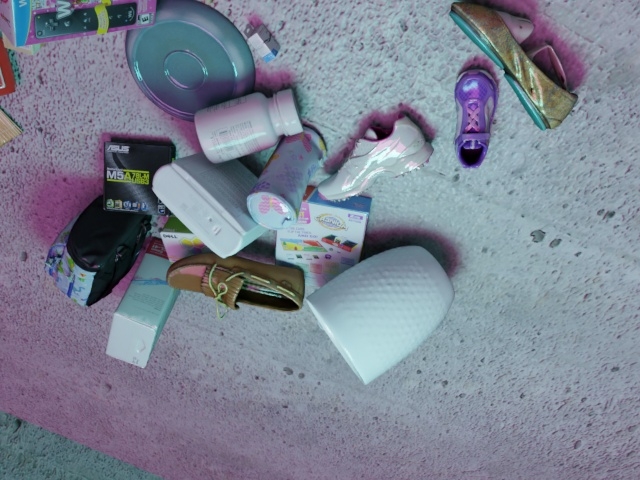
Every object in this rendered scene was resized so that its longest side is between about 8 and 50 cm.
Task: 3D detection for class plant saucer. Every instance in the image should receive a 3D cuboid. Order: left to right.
[{"bbox_3d":[-0.309,-0.401,1.511,0.318,0.043,0.317,8,134,8],"label":"plant saucer"}]

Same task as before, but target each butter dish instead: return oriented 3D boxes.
[{"bbox_3d":[-0.847,-0.435,1.586,0.160,0.118,0.160,-19,140,-25],"label":"butter dish"}]

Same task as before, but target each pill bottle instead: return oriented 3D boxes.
[{"bbox_3d":[-0.162,-0.269,1.506,0.229,0.131,0.131,-16,128,5],"label":"pill bottle"}]

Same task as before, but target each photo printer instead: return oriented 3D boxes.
[{"bbox_3d":[-0.232,-0.104,1.573,0.256,0.307,0.107,44,112,0],"label":"photo printer"}]

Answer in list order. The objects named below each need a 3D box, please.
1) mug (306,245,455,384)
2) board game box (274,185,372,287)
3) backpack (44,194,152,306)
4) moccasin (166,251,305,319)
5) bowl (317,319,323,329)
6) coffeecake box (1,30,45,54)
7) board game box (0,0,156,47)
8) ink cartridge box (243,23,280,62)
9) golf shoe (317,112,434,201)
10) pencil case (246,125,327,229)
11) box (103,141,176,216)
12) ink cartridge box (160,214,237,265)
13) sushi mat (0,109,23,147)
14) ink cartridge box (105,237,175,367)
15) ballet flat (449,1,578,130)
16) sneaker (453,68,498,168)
[{"bbox_3d":[0.174,0.184,1.756,0.276,0.328,0.374,54,173,14],"label":"mug"},{"bbox_3d":[0.000,0.000,1.782,0.242,0.064,0.316,12,134,5],"label":"board game box"},{"bbox_3d":[-0.647,0.037,1.876,0.273,0.290,0.355,25,141,3],"label":"backpack"},{"bbox_3d":[-0.233,0.130,1.786,0.380,0.147,0.139,13,132,-9],"label":"moccasin"},{"bbox_3d":[0.064,0.221,1.979,0.142,0.053,0.142,8,133,8],"label":"bowl"},{"bbox_3d":[-0.604,-0.508,1.392,0.068,0.185,0.142,17,135,2],"label":"coffeecake box"},{"bbox_3d":[-0.472,-0.518,1.272,0.097,0.303,0.224,47,140,26],"label":"board game box"},{"bbox_3d":[-0.127,-0.437,1.420,0.028,0.048,0.083,-23,123,32],"label":"ink cartridge box"},{"bbox_3d":[0.111,-0.197,1.551,0.306,0.115,0.140,-23,112,24],"label":"golf shoe"},{"bbox_3d":[-0.075,-0.148,1.526,0.124,0.273,0.113,40,136,-17],"label":"pencil case"},{"bbox_3d":[-0.478,-0.164,1.717,0.191,0.045,0.184,7,102,10],"label":"box"},{"bbox_3d":[-0.348,-0.046,1.815,0.189,0.097,0.255,4,134,12],"label":"ink cartridge box"},{"bbox_3d":[-0.950,-0.378,1.726,0.151,0.019,0.316,-19,124,31],"label":"sushi mat"},{"bbox_3d":[-0.505,0.181,1.924,0.131,0.306,0.226,22,134,-5],"label":"ink cartridge box"},{"bbox_3d":[0.398,-0.372,1.304,0.123,0.123,0.348,-30,118,36],"label":"ballet flat"},{"bbox_3d":[0.336,-0.254,1.424,0.095,0.104,0.236,4,132,14],"label":"sneaker"}]
